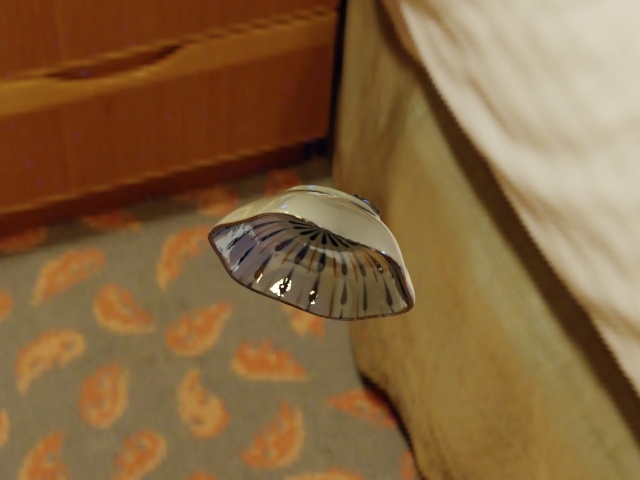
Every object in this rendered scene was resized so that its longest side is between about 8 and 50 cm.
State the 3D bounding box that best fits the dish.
[{"bbox_3d":[0.000,0.000,1.415,0.191,0.190,0.066,14,64,9],"label":"dish"}]
